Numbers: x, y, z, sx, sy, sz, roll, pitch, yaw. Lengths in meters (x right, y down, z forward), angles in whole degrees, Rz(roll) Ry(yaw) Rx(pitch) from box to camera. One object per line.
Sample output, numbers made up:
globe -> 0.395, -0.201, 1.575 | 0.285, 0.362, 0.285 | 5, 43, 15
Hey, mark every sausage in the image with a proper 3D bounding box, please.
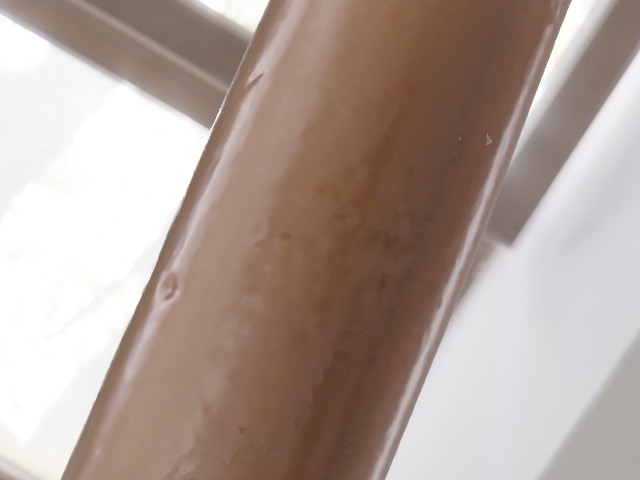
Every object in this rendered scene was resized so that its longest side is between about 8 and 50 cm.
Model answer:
sausage -> 0.001, 0.001, 0.570 | 0.086, 0.289, 0.086 | 22, 168, 5
